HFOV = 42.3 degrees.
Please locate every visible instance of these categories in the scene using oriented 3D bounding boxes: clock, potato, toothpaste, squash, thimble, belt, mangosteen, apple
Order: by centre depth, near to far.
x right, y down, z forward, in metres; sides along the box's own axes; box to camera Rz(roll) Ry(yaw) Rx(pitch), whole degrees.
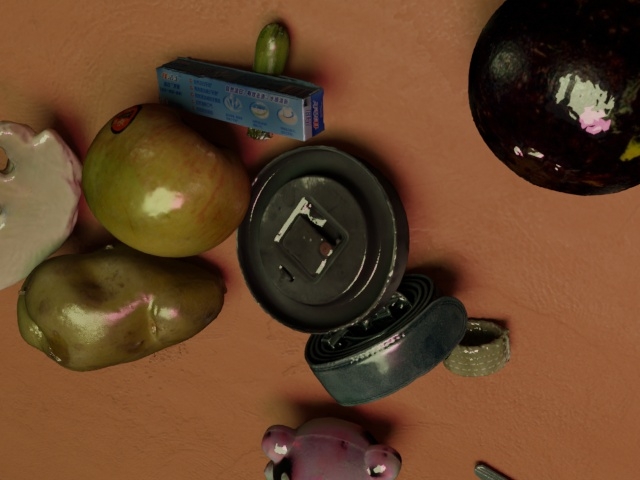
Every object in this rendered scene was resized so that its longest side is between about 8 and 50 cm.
[{"bbox_3d":[0.316,-0.193,0.972,0.288,0.288,0.288,8,122,13],"label":"mangosteen"},{"bbox_3d":[-0.117,-0.204,1.169,0.272,0.053,0.066,18,126,31],"label":"toothpaste"},{"bbox_3d":[-0.077,-0.228,1.195,0.052,0.052,0.183,16,125,8],"label":"squash"},{"bbox_3d":[-0.226,-0.083,1.211,0.260,0.261,0.194,35,96,-5],"label":"apple"},{"bbox_3d":[0.000,0.000,1.225,0.280,0.055,0.281,1,91,32],"label":"clock"},{"bbox_3d":[0.099,0.142,1.265,0.267,0.206,0.116,-27,109,27],"label":"belt"},{"bbox_3d":[0.246,0.169,1.309,0.109,0.084,0.062,-6,120,7],"label":"thimble"},{"bbox_3d":[-0.331,0.110,1.387,0.350,0.203,0.218,-5,150,-3],"label":"potato"}]

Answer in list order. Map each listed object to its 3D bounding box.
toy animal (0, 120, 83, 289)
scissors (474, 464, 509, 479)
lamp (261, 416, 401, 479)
[{"bbox_3d":[-0.520,-0.084,1.370,0.266,0.188,0.308,-10,127,-10],"label":"toy animal"},{"bbox_3d":[0.458,0.529,1.490,0.447,0.029,0.193,35,124,-5],"label":"scissors"},{"bbox_3d":[0.011,0.463,1.473,0.247,0.247,0.301,11,130,14],"label":"lamp"}]
